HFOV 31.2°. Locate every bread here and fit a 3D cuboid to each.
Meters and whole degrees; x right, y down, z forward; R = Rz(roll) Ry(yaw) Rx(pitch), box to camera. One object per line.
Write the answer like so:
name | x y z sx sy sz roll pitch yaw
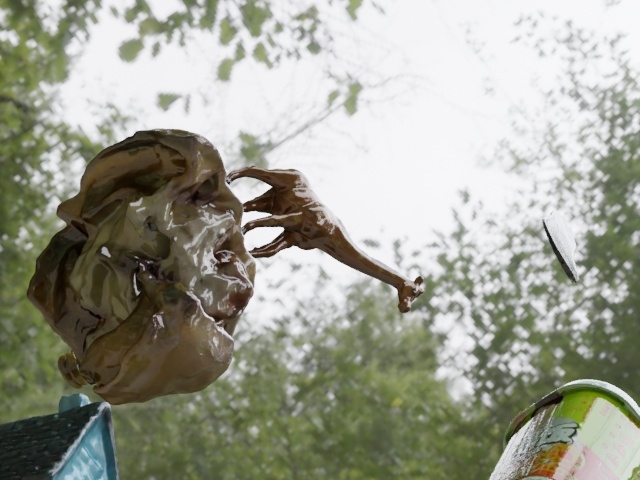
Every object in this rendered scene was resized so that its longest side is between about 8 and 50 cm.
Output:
bread | -0.282 0.146 1.419 0.049 0.088 0.033 60 -2 0

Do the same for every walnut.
walnut | -0.143 0.034 0.976 0.204 0.238 0.141 -21 -36 35

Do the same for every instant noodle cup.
instant noodle cup | 0.387 0.407 1.802 0.293 0.308 0.294 9 -71 26

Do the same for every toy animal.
toy animal | 0.000 0.000 1.421 0.066 0.229 0.224 -59 -137 48

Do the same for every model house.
model house | -0.333 0.299 1.227 0.261 0.241 0.226 -13 -40 19

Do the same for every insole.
insole | 0.382 0.005 1.800 0.012 0.309 0.110 -32 -90 16
